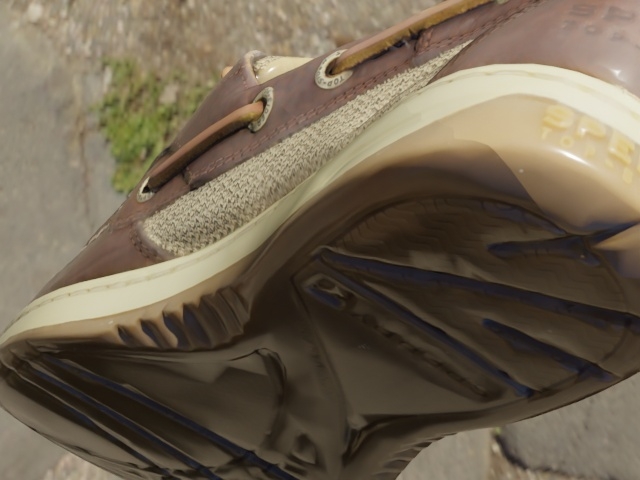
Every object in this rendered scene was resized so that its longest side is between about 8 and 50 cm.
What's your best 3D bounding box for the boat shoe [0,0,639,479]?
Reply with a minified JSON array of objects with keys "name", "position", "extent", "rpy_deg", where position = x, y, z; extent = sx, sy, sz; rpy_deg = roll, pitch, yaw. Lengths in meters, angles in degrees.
[{"name":"boat shoe","position":[0.000,0.000,0.525],"extent":[0.123,0.123,0.342],"rpy_deg":[33,148,-16]}]
